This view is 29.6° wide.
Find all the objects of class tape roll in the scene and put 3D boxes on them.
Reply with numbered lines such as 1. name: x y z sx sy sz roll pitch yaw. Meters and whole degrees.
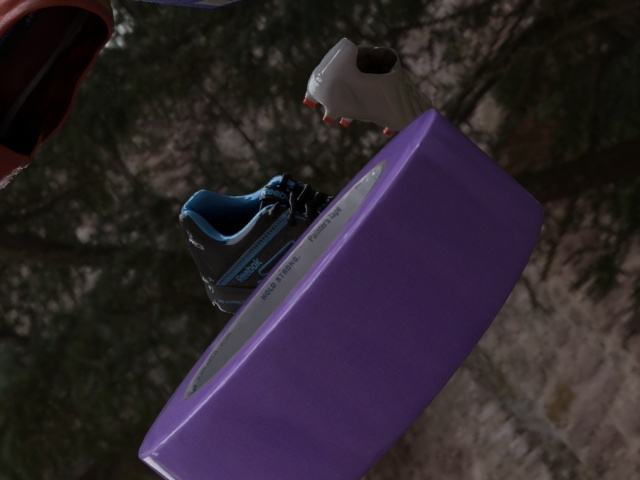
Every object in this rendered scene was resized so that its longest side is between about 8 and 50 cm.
1. tape roll: 0.011 0.051 0.739 0.275 0.090 0.275 -50 5 6

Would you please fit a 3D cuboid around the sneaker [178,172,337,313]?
1. sneaker: 0.000 0.000 1.303 0.340 0.125 0.140 -7 -52 25

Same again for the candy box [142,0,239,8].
1. candy box: -0.148 -0.389 1.128 0.122 0.317 0.268 -10 4 22

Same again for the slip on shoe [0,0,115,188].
1. slip on shoe: -0.273 -0.081 0.931 0.331 0.101 0.123 -51 -43 9

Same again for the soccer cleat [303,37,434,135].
1. soccer cleat: 0.061 -0.142 1.128 0.196 0.068 0.076 0 -52 -57
